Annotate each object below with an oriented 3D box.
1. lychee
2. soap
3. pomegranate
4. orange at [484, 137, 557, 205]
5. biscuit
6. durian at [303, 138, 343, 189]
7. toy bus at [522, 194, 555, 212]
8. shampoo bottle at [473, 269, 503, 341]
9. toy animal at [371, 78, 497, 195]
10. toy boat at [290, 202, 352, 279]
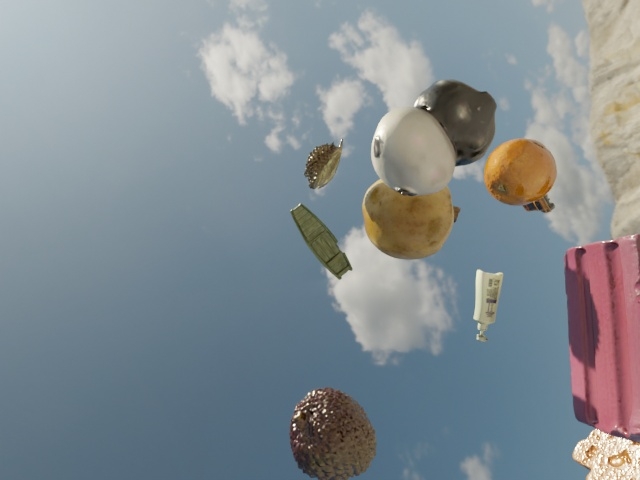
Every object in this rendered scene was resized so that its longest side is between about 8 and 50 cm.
[{"bbox_3d":[0.035,0.535,1.152,0.271,0.236,0.236,32,-123,-16],"label":"lychee"},{"bbox_3d":[0.579,0.179,0.782,0.128,0.233,0.360,1,-98,1],"label":"soap"},{"bbox_3d":[0.268,-0.082,1.311,0.307,0.307,0.307,15,-113,-38],"label":"pomegranate"},{"bbox_3d":[0.241,-0.083,0.512,0.083,0.083,0.083,15,-113,-38],"label":"orange"},{"bbox_3d":[0.780,0.575,1.073,0.043,0.284,0.306,34,-145,0],"label":"biscuit"},{"bbox_3d":[0.007,-0.255,1.341,0.091,0.188,0.148,44,-166,15],"label":"durian"},{"bbox_3d":[0.710,-0.160,1.393,0.083,0.088,0.194,51,-144,-19],"label":"toy bus"},{"bbox_3d":[0.323,0.129,0.823,0.049,0.034,0.141,7,-88,-16],"label":"shampoo bottle"},{"bbox_3d":[0.211,-0.195,0.834,0.235,0.165,0.187,-38,-88,-8],"label":"toy animal"},{"bbox_3d":[0.000,0.000,1.412,0.093,0.055,0.293,-38,-75,-4],"label":"toy boat"}]
